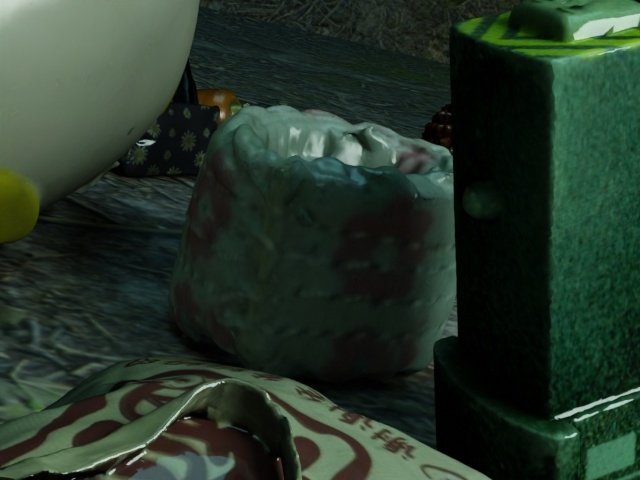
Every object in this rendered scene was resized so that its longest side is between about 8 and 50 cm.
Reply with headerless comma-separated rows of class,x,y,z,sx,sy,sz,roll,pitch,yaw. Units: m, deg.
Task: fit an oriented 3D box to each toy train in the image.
toy train,0.148,0.013,0.567,0.178,0.330,0.138,-15,27,-21

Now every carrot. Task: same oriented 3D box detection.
carrot,-0.201,-0.153,1.350,0.256,0.061,0.061,7,13,13

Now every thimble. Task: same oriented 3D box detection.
thimble,0.000,0.000,0.769,0.185,0.149,0.211,20,16,17

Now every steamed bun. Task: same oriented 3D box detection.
steamed bun,-0.248,-0.180,0.836,0.334,0.334,0.374,18,42,17

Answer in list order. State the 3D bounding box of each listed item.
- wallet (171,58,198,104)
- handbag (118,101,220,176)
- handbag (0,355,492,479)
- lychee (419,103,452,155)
wallet,-0.257,-0.259,1.286,0.046,0.191,0.379,-35,55,-21
handbag,-0.182,-0.105,1.168,0.115,0.072,0.139,-4,10,-42
handbag,-0.046,0.108,0.380,0.213,0.127,0.235,22,19,23
lychee,0.170,-0.061,1.090,0.188,0.188,0.188,12,15,-3
